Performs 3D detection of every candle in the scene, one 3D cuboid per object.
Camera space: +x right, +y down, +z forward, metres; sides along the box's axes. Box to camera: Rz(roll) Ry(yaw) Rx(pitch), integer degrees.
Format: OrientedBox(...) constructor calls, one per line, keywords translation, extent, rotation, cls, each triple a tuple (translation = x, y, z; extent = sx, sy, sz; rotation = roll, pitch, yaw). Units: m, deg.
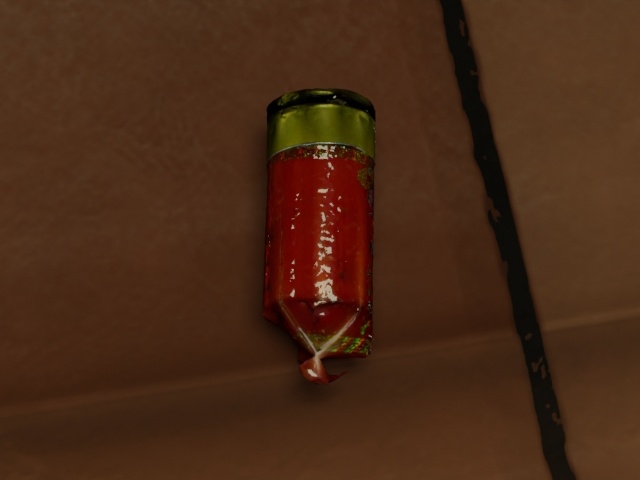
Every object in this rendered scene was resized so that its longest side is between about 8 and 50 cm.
OrientedBox(translation=(0.000, 0.000, 0.688), extent=(0.052, 0.052, 0.130), rotation=(2, 72, -6), cls="candle")
